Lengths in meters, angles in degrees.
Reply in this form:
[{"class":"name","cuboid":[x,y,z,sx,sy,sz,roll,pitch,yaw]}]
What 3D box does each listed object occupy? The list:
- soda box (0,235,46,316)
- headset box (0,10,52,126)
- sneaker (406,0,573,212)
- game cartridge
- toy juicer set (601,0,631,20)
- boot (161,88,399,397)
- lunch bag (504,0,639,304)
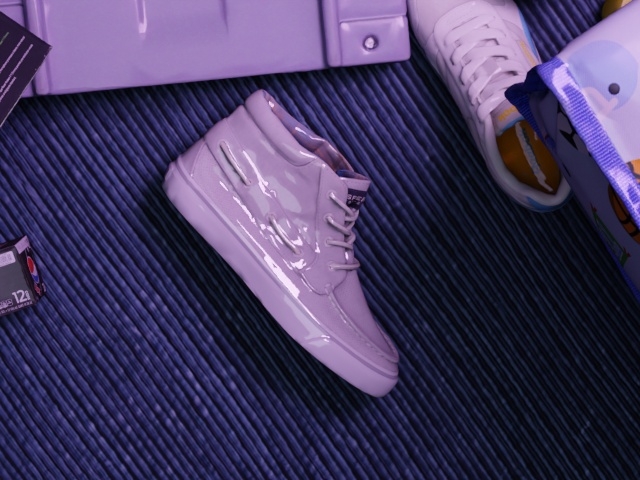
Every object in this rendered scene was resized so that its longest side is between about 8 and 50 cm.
[{"class":"soda box","cuboid":[-0.315,0.050,1.274,0.169,0.060,0.053,-18,99,1]},{"class":"headset box","cuboid":[-0.385,-0.118,1.137,0.283,0.131,0.246,34,138,-12]},{"class":"sneaker","cuboid":[0.142,-0.129,1.237,0.087,0.092,0.229,-30,96,5]},{"class":"game cartridge","cuboid":[-0.114,-0.237,1.214,0.355,0.068,0.230,-6,103,-4]},{"class":"toy juicer set","cuboid":[0.180,-0.294,1.188,0.329,0.089,0.209,25,93,-15]},{"class":"boot","cuboid":[0.000,0.000,1.250,0.123,0.095,0.258,-43,95,12]},{"class":"lunch bag","cuboid":[0.360,-0.031,1.031,0.328,0.239,0.385,-35,90,3]}]
